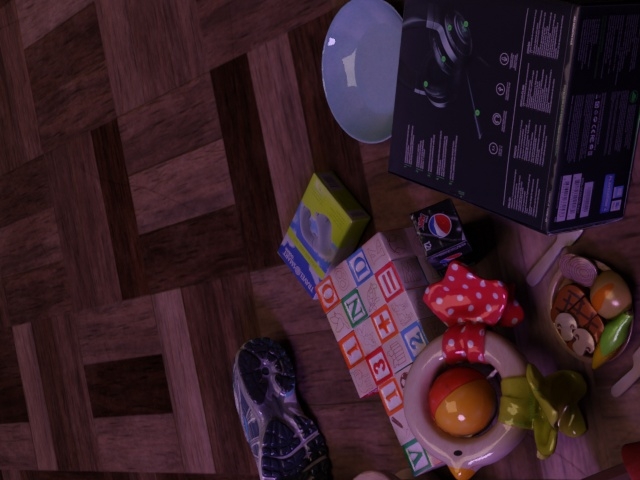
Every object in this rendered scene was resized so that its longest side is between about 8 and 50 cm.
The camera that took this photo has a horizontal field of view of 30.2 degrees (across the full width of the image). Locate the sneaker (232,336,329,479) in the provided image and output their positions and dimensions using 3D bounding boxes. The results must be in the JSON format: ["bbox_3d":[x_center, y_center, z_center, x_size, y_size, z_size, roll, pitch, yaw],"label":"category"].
[{"bbox_3d":[-0.068,0.294,1.850,0.122,0.110,0.283,142,116,-68],"label":"sneaker"}]

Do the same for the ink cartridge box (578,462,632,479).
[{"bbox_3d":[0.302,0.352,1.251,0.193,0.235,0.088,59,138,25],"label":"ink cartridge box"}]

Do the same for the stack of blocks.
[{"bbox_3d":[0.120,0.151,1.563,0.171,0.087,0.297,-43,64,48],"label":"stack of blocks"}]

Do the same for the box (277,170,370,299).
[{"bbox_3d":[0.000,0.000,1.724,0.109,0.042,0.178,52,134,32],"label":"box"}]

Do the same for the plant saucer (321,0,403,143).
[{"bbox_3d":[0.075,-0.227,1.581,0.195,0.037,0.195,14,108,51],"label":"plant saucer"}]

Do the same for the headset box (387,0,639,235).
[{"bbox_3d":[0.210,-0.167,1.343,0.283,0.131,0.246,24,117,47],"label":"headset box"}]

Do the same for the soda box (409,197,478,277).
[{"bbox_3d":[0.151,-0.001,1.435,0.053,0.169,0.060,-22,77,7],"label":"soda box"}]

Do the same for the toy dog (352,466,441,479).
[{"bbox_3d":[0.162,0.407,1.490,0.334,0.220,0.161,24,96,57],"label":"toy dog"}]

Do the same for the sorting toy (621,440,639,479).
[{"bbox_3d":[0.458,0.327,1.184,0.126,0.127,0.365,-40,66,16],"label":"sorting toy"}]

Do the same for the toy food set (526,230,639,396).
[{"bbox_3d":[0.303,0.078,1.352,0.192,0.038,0.132,56,136,29],"label":"toy food set"}]

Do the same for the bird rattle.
[{"bbox_3d":[0.183,0.162,1.394,0.207,0.143,0.253,-43,68,10],"label":"bird rattle"}]
